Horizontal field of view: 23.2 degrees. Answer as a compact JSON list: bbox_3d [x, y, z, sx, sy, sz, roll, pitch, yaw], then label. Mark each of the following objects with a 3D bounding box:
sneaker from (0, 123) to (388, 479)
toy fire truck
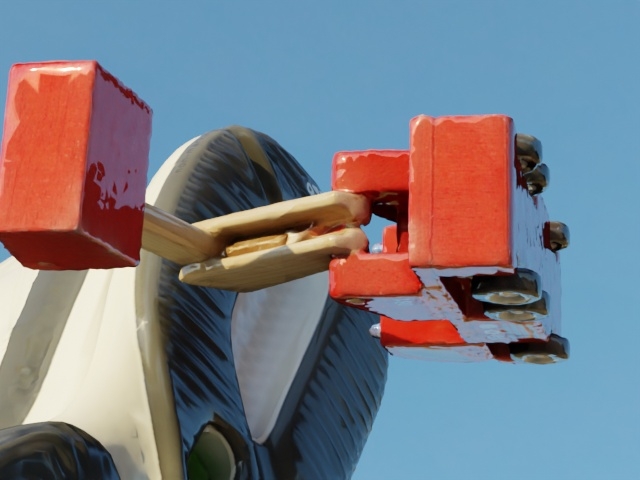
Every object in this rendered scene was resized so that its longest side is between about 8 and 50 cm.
[{"bbox_3d":[-0.146,0.141,0.506,0.258,0.447,0.169,-25,-72,28],"label":"sneaker"},{"bbox_3d":[0.000,0.000,0.463,0.135,0.047,0.192,-1,-15,14],"label":"toy fire truck"}]
